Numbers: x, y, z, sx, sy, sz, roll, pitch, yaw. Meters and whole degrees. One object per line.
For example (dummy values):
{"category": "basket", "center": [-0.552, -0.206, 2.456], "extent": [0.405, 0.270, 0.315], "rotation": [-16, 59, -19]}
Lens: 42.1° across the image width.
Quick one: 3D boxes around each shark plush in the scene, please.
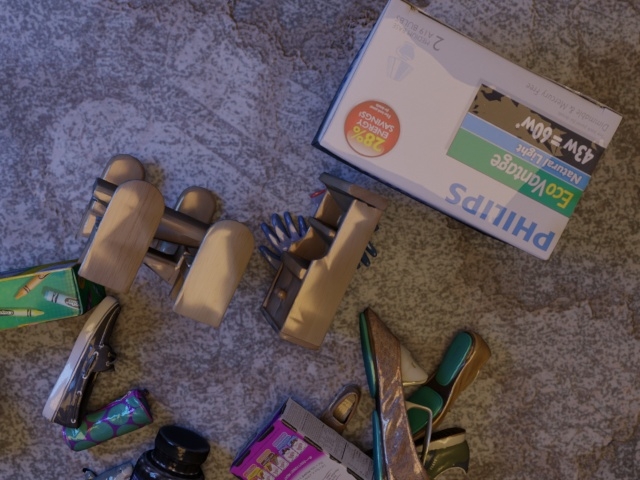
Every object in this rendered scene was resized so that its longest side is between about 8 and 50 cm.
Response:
{"category": "shark plush", "center": [-0.402, 0.430, 1.456], "extent": [0.161, 0.073, 0.067], "rotation": [-10, 76, 19]}

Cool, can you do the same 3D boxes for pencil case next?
{"category": "pencil case", "center": [-0.365, 0.307, 1.424], "extent": [0.151, 0.064, 0.070], "rotation": [-23, 109, 0]}

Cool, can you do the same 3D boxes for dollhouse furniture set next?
{"category": "dollhouse furniture set", "center": [-0.140, -0.034, 1.258], "extent": [0.394, 0.362, 0.256], "rotation": [24, 93, -18]}

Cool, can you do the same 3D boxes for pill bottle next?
{"category": "pill bottle", "center": [-0.270, 0.434, 1.410], "extent": [0.122, 0.123, 0.219], "rotation": [23, 95, -4]}

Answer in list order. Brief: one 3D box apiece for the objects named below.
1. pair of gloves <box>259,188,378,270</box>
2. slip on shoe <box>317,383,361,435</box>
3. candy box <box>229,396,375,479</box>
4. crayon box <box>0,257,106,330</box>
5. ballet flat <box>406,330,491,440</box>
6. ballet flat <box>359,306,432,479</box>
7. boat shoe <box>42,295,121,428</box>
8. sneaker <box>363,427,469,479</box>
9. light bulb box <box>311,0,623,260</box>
{"category": "pair of gloves", "center": [0.000, 0.000, 1.432], "extent": [0.198, 0.023, 0.159], "rotation": [-30, 97, 2]}
{"category": "slip on shoe", "center": [0.028, 0.314, 1.451], "extent": [0.051, 0.041, 0.135], "rotation": [35, 93, -5]}
{"category": "candy box", "center": [-0.014, 0.397, 1.417], "extent": [0.233, 0.071, 0.159], "rotation": [39, 117, -4]}
{"category": "crayon box", "center": [-0.509, 0.094, 1.349], "extent": [0.278, 0.165, 0.081], "rotation": [-10, 96, -1]}
{"category": "ballet flat", "center": [0.218, 0.265, 1.441], "extent": [0.073, 0.080, 0.232], "rotation": [32, 97, -34]}
{"category": "ballet flat", "center": [0.130, 0.266, 1.393], "extent": [0.106, 0.107, 0.316], "rotation": [-4, 76, -4]}
{"category": "boat shoe", "center": [-0.380, 0.207, 1.391], "extent": [0.076, 0.080, 0.229], "rotation": [26, 78, 0]}
{"category": "sneaker", "center": [0.171, 0.393, 1.451], "extent": [0.192, 0.064, 0.086], "rotation": [-14, 92, -3]}
{"category": "light bulb box", "center": [0.191, -0.161, 1.254], "extent": [0.358, 0.361, 0.225], "rotation": [26, 94, -5]}
